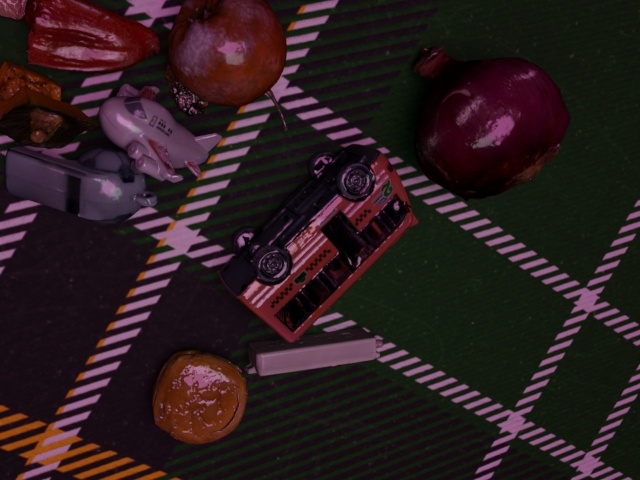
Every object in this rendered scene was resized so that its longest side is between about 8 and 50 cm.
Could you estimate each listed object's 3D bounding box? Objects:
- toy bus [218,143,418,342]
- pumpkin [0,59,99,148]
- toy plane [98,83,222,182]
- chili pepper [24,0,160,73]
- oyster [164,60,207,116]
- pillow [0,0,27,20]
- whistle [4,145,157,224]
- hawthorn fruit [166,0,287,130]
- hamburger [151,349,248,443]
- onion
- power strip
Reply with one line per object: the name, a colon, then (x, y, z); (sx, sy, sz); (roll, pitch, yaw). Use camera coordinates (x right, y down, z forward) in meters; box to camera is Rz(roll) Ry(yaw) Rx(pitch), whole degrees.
toy bus: (0.000, 0.000, 1.518); (0.427, 0.203, 0.233); (-44, 115, -5)
pumpkin: (-0.517, -0.223, 1.283); (0.131, 0.248, 0.126); (25, 100, -41)
toy plane: (-0.315, -0.207, 1.371); (0.118, 0.252, 0.252); (-38, 113, 25)
chili pepper: (-0.434, -0.380, 1.348); (0.252, 0.136, 0.144); (11, 68, -28)
oyster: (-0.282, -0.316, 1.449); (0.132, 0.029, 0.086); (41, 86, -23)
pillow: (-0.592, -0.529, 1.297); (0.126, 0.043, 0.232); (12, 99, -15)
whistle: (-0.450, -0.117, 1.385); (0.289, 0.163, 0.163); (18, 95, 13)
hawthorn fruit: (-0.179, -0.379, 1.385); (0.231, 0.263, 0.235); (11, 86, 12)
hamburger: (-0.262, 0.339, 1.547); (0.213, 0.108, 0.214); (-2, 100, -14)
onion: (0.331, -0.282, 1.542); (0.348, 0.348, 0.385); (-34, 74, -10)
power strip: (-0.008, 0.252, 1.616); (0.338, 0.098, 0.058); (-5, 99, -18)
